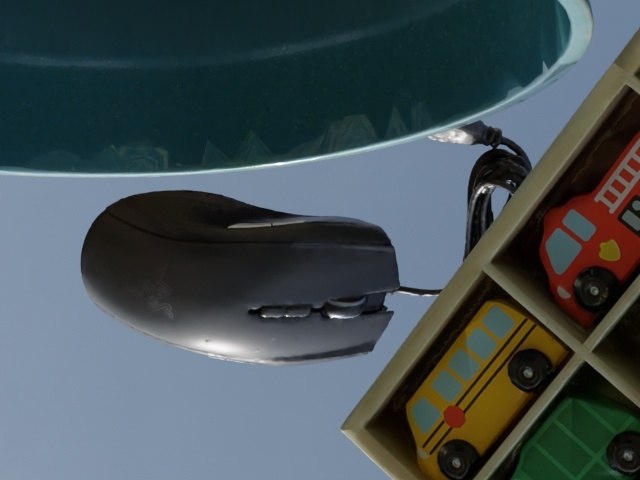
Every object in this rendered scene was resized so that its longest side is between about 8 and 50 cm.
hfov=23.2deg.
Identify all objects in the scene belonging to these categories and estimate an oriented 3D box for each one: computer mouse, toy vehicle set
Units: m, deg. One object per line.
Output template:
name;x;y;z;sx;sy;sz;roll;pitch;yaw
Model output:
computer mouse;0.000;0.000;0.901;0.060;0.262;0.184;-100;-155;-63
toy vehicle set;0.143;0.023;0.537;0.166;0.035;0.267;41;-66;14

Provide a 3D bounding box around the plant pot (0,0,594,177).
plant pot;-0.058;-0.175;0.513;0.271;0.271;0.255;-11;-103;37
